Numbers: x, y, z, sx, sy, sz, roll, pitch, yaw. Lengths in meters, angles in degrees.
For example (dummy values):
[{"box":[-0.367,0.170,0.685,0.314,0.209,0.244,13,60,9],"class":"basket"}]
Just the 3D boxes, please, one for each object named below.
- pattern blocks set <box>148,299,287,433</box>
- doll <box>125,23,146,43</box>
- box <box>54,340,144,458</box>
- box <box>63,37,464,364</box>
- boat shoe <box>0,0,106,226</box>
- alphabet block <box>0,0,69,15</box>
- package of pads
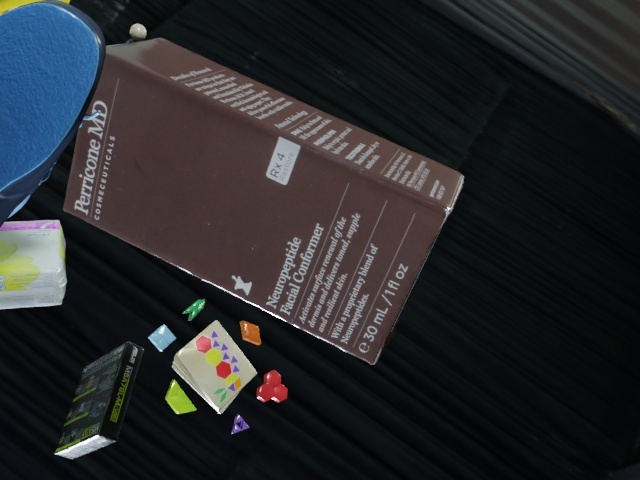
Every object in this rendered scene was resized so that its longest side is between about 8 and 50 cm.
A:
[{"box":[-0.248,0.304,1.536,0.285,0.325,0.026,-31,-178,-35],"class":"pattern blocks set"},{"box":[-0.455,-0.418,1.498,0.189,0.046,0.129,-53,-166,24],"class":"doll"},{"box":[-0.418,0.303,1.212,0.190,0.045,0.184,-30,-138,39],"class":"box"},{"box":[-0.063,-0.052,0.684,0.191,0.381,0.143,-69,170,26],"class":"box"},{"box":[-0.249,-0.072,0.469,0.258,0.109,0.089,-41,-164,15],"class":"boat shoe"},{"box":[-0.489,-0.389,0.902,0.192,0.197,0.193,-40,-178,-42],"class":"alphabet block"},{"box":[-0.685,0.050,1.422,0.296,0.229,0.101,-130,-138,-59],"class":"package of pads"}]
